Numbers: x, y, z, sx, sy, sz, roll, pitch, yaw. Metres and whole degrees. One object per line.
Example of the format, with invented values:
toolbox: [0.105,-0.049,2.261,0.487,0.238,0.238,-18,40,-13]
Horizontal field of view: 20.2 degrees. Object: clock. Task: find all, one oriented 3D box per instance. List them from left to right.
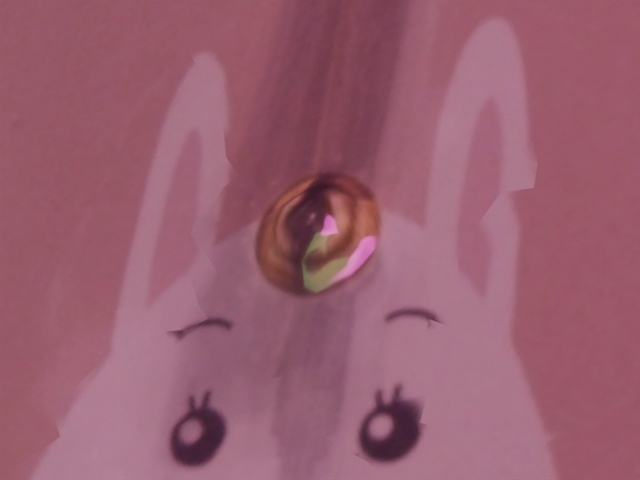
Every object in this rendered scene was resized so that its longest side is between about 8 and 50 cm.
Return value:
clock: [0.000,0.000,0.350,0.386,0.076,0.386,-11,59,19]
